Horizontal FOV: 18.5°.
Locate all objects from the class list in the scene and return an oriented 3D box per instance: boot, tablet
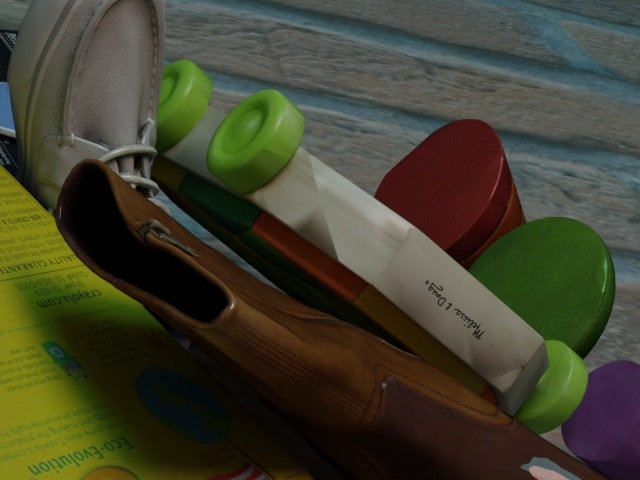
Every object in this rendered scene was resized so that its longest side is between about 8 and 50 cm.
[{"bbox_3d":[-0.100,-0.021,1.030,0.095,0.258,0.123,-19,43,-39],"label":"boot"},{"bbox_3d":[-0.175,-0.075,1.172,0.054,0.006,0.083,17,20,-1],"label":"tablet"},{"bbox_3d":[0.032,0.078,0.916,0.264,0.096,0.280,43,0,42],"label":"boot"}]

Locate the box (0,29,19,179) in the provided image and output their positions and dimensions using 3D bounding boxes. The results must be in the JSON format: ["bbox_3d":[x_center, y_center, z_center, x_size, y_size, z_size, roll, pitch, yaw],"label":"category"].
[{"bbox_3d":[-0.240,-0.051,1.208,0.184,0.103,0.261,3,25,-27],"label":"box"}]

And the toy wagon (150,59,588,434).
[{"bbox_3d":[0.000,0.000,1.166,0.267,0.068,0.344,40,-7,-29],"label":"toy wagon"}]

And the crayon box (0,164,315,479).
[{"bbox_3d":[-0.149,0.081,0.903,0.318,0.081,0.202,43,26,21],"label":"crayon box"}]

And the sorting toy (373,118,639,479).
[{"bbox_3d":[0.156,0.056,1.296,0.126,0.127,0.365,39,9,-35],"label":"sorting toy"}]
